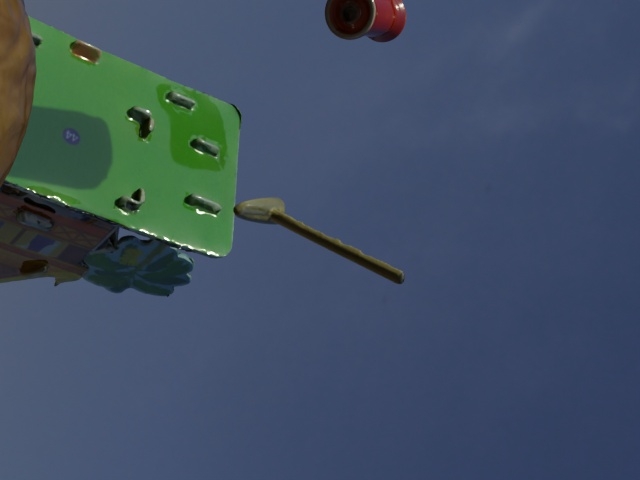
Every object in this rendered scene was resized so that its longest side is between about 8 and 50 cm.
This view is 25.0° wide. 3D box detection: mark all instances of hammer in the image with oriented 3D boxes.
[{"bbox_3d":[0.000,0.000,1.415,0.195,0.060,0.028,25,-74,33],"label":"hammer"}]

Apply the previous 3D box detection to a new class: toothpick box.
[{"bbox_3d":[0.040,-0.194,1.240,0.047,0.083,0.047,3,-83,23],"label":"toothpick box"}]

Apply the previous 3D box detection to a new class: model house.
[{"bbox_3d":[-0.304,-0.062,1.760,0.313,0.357,0.242,-36,-137,47],"label":"model house"}]

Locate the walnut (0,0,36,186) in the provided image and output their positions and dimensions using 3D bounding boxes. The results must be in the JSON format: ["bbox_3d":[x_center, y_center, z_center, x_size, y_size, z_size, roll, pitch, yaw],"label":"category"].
[{"bbox_3d":[-0.396,-0.122,1.102,0.398,0.354,0.308,-108,-164,-59],"label":"walnut"}]
